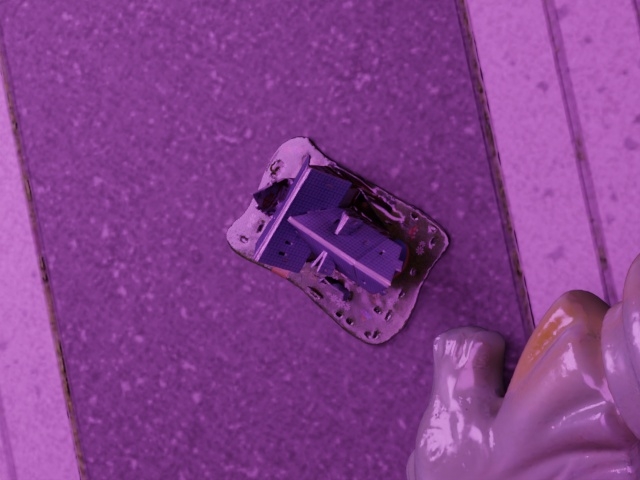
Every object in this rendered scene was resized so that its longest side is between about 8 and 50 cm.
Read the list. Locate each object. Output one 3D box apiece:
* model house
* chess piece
[{"bbox_3d":[0.000,0.000,1.423,0.167,0.088,0.117,36,102,16],"label":"model house"},{"bbox_3d":[0.182,0.121,1.343,0.298,0.176,0.175,-27,82,32],"label":"chess piece"}]
